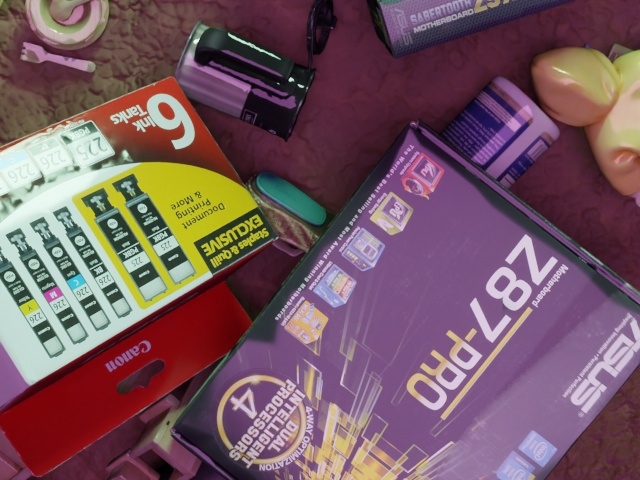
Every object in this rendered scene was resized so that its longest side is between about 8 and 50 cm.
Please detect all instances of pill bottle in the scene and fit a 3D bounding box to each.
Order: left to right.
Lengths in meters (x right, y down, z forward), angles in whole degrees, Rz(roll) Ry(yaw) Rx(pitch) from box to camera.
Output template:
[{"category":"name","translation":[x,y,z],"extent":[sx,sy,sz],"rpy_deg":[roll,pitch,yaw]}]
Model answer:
[{"category":"pill bottle","translation":[0.163,-0.084,1.100],"extent":[0.094,0.094,0.169],"rpy_deg":[43,99,-7]}]

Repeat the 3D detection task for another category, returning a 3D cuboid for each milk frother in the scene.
[{"category":"milk frother","translation":[-0.066,-0.201,1.089],"extent":[0.134,0.129,0.143],"rpy_deg":[23,58,-4]}]

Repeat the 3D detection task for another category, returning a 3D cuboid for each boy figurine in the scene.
[{"category":"boy figurine","translation":[0.345,-0.123,1.079],"extent":[0.285,0.092,0.177],"rpy_deg":[16,106,-6]}]

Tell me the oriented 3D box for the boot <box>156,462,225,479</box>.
[{"category":"boot","translation":[-0.020,0.362,1.165],"extent":[0.445,0.146,0.367],"rpy_deg":[-37,89,4]}]

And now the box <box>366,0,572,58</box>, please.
[{"category":"box","translation":[0.140,-0.241,0.997],"extent":[0.183,0.233,0.059],"rpy_deg":[-17,107,5]}]

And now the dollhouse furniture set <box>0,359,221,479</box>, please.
[{"category":"dollhouse furniture set","translation":[-0.320,0.182,1.189],"extent":[0.303,0.174,0.355],"rpy_deg":[44,126,-14]}]

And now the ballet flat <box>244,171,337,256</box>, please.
[{"category":"ballet flat","translation":[0.000,0.000,1.144],"extent":[0.206,0.073,0.067],"rpy_deg":[34,127,-3]}]

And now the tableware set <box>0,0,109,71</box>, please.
[{"category":"tableware set","translation":[-0.319,-0.254,1.082],"extent":[0.194,0.039,0.128],"rpy_deg":[11,102,-14]}]

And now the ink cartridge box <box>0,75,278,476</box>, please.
[{"category":"ink cartridge box","translation":[-0.207,0.027,1.000],"extent":[0.272,0.309,0.130],"rpy_deg":[56,141,1]}]

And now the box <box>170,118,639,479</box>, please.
[{"category":"box","translation":[0.094,0.129,1.030],"extent":[0.318,0.097,0.395],"rpy_deg":[39,95,-1]}]

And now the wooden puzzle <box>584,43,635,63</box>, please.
[{"category":"wooden puzzle","translation":[0.334,-0.167,1.121],"extent":[0.116,0.014,0.079],"rpy_deg":[14,101,-2]}]
